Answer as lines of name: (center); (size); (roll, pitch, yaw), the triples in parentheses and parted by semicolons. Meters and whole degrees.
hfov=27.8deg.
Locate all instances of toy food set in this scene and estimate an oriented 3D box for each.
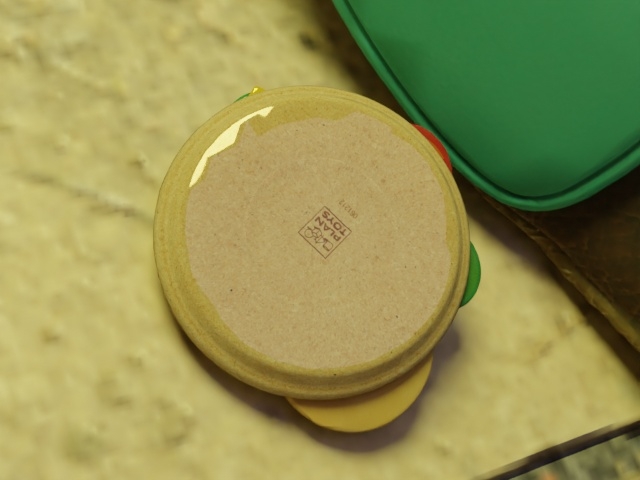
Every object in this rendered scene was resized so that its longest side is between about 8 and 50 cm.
toy food set: (0.000, 0.000, 0.325); (0.083, 0.020, 0.082); (29, 73, -4)

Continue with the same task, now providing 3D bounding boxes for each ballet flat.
ballet flat: (0.113, -0.034, 0.358); (0.342, 0.116, 0.124); (50, 37, 1)
